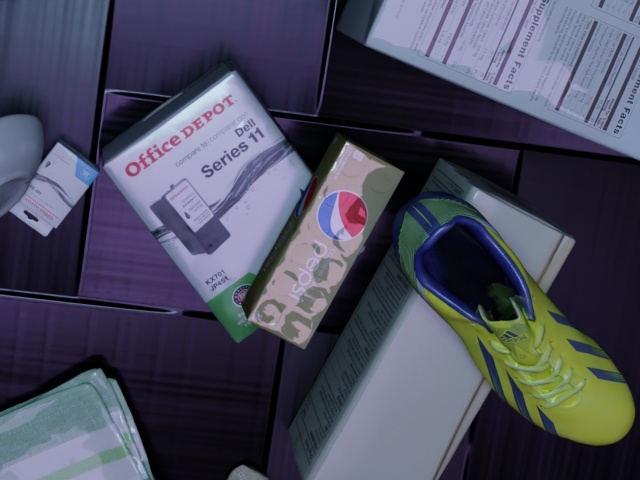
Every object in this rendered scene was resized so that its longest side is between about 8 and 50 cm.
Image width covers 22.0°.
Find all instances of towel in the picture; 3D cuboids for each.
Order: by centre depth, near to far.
[{"bbox_3d":[-0.244,0.313,1.549,0.248,0.038,0.325,-25,90,0],"label":"towel"}]

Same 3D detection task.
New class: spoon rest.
[{"bbox_3d":[-0.352,-0.020,1.466,0.276,0.137,0.084,-45,78,15],"label":"spoon rest"}]

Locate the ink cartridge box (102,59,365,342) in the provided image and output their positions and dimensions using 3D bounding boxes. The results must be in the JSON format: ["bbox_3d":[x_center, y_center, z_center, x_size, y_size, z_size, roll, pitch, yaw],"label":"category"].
[{"bbox_3d":[-0.081,-0.038,1.503,0.153,0.087,0.208,-37,103,1],"label":"ink cartridge box"}]

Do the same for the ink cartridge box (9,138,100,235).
[{"bbox_3d":[-0.246,-0.046,1.511,0.048,0.028,0.083,37,96,-13],"label":"ink cartridge box"}]

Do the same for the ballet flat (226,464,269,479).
[{"bbox_3d":[-0.070,0.303,1.596,0.057,0.052,0.168,1,102,-7],"label":"ballet flat"}]

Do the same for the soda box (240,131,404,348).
[{"bbox_3d":[0.000,0.000,1.447,0.061,0.058,0.181,28,96,-13],"label":"soda box"}]

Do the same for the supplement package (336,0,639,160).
[{"bbox_3d":[0.180,-0.218,1.436,0.262,0.199,0.198,21,98,-11],"label":"supplement package"}]

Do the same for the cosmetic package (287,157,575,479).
[{"bbox_3d":[0.095,0.092,1.516,0.113,0.160,0.309,26,99,-12],"label":"cosmetic package"}]

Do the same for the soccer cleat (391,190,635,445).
[{"bbox_3d":[0.164,0.079,1.378,0.093,0.121,0.289,-42,105,2],"label":"soccer cleat"}]
